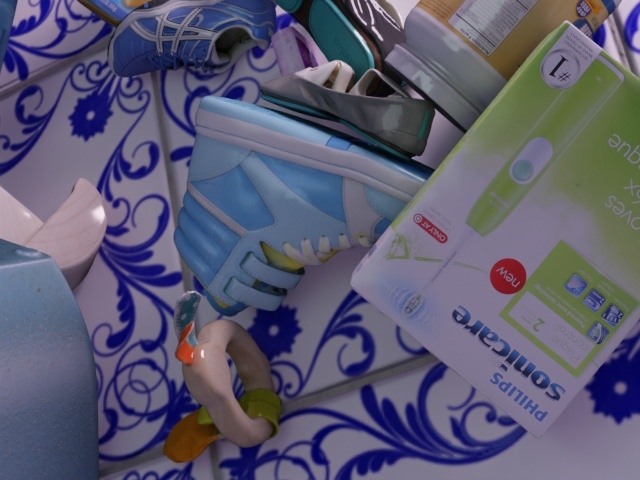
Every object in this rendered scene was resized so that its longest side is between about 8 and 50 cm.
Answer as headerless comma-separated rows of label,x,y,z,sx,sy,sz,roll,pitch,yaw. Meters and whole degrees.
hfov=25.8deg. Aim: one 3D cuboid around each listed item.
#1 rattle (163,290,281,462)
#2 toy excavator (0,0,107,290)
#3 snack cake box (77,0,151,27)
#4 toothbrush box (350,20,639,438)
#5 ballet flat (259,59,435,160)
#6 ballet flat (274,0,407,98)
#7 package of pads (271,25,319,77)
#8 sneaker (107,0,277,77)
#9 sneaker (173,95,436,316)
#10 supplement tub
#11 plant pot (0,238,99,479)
rattle,-0.132,0.131,1.316,0.143,0.200,0.130,-5,70,27
toy excavator,-0.432,-0.174,1.541,0.222,0.433,0.445,126,154,-56
snack cake box,-0.243,-0.342,1.509,0.089,0.264,0.152,31,88,32
toothbrush box,0.191,-0.011,1.191,0.206,0.122,0.283,40,95,0
ballet flat,0.028,-0.137,1.345,0.213,0.072,0.068,27,97,41
ballet flat,0.011,-0.255,1.445,0.280,0.096,0.095,57,141,21
package of pads,-0.021,-0.177,1.457,0.032,0.050,0.083,-26,62,18
sneaker,-0.143,-0.220,1.521,0.211,0.080,0.081,-20,61,22
sneaker,0.000,0.000,1.353,0.319,0.127,0.208,22,98,23
supplement tub,0.170,-0.204,1.308,0.199,0.144,0.144,-49,57,5
plant pot,-0.374,0.122,1.374,0.248,0.247,0.252,16,105,32
